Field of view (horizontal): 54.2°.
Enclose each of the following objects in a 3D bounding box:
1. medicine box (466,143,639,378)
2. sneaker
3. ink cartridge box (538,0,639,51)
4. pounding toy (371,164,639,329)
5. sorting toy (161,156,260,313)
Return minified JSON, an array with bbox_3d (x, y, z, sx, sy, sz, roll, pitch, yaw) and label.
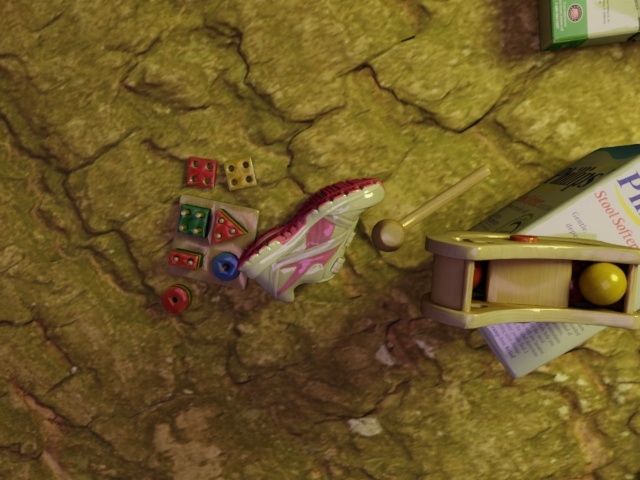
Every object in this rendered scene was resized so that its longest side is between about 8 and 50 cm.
[{"bbox_3d":[0.318,0.012,0.820,0.289,0.263,0.149,-34,91,10],"label":"medicine box"},{"bbox_3d":[0.000,0.000,0.953,0.252,0.103,0.111,-36,105,8],"label":"sneaker"},{"bbox_3d":[0.411,-0.351,0.852,0.208,0.087,0.153,-3,96,9],"label":"ink cartridge box"},{"bbox_3d":[0.182,0.002,0.628,0.269,0.154,0.155,4,96,8],"label":"pounding toy"},{"bbox_3d":[-0.173,-0.005,0.997,0.132,0.046,0.275,12,98,6],"label":"sorting toy"}]
